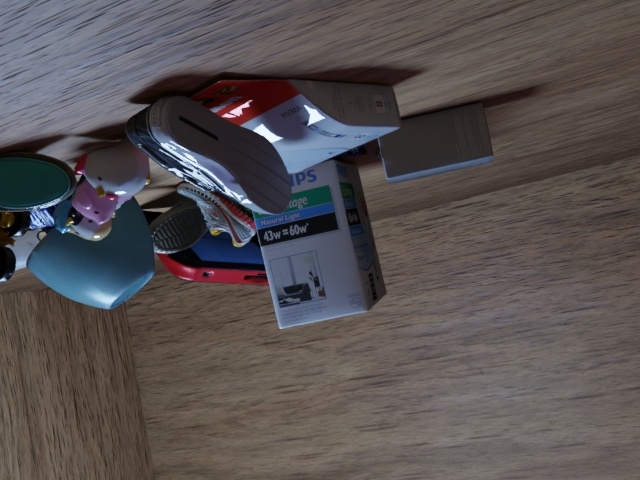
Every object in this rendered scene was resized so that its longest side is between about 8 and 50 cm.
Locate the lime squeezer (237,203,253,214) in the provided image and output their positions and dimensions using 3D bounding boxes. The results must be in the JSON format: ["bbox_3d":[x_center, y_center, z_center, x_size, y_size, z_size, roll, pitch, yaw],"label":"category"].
[{"bbox_3d":[-0.214,-0.109,2.454,0.310,0.059,0.110,-16,-155,40],"label":"lime squeezer"}]

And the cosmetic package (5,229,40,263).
[{"bbox_3d":[-0.980,0.058,2.303,0.377,0.097,0.284,-15,172,39],"label":"cosmetic package"}]

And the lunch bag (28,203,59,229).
[{"bbox_3d":[-0.590,-0.073,1.790,0.065,0.067,0.098,-11,151,0],"label":"lunch bag"}]

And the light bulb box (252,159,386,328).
[{"bbox_3d":[0.000,0.000,2.101,0.225,0.361,0.358,-13,-179,12],"label":"light bulb box"}]

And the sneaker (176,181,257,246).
[{"bbox_3d":[-0.257,-0.066,2.037,0.093,0.225,0.088,-57,168,4],"label":"sneaker"}]

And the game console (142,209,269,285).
[{"bbox_3d":[-0.279,0.011,2.286,0.386,0.060,0.342,6,-153,-36],"label":"game console"}]

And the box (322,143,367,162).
[{"bbox_3d":[0.026,-0.205,1.952,0.162,0.029,0.116,-10,176,4],"label":"box"}]

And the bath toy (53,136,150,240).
[{"bbox_3d":[-0.422,-0.091,1.610,0.129,0.151,0.348,-3,168,-27],"label":"bath toy"}]

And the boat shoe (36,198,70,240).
[{"bbox_3d":[-0.605,-0.047,1.984,0.109,0.089,0.258,-13,175,17],"label":"boat shoe"}]

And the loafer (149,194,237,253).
[{"bbox_3d":[-0.329,-0.054,2.132,0.268,0.102,0.092,-33,-158,-29],"label":"loafer"}]

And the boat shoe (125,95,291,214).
[{"bbox_3d":[-0.180,-0.143,1.425,0.119,0.121,0.335,-2,154,38],"label":"boat shoe"}]

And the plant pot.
[{"bbox_3d":[-0.498,0.042,1.963,0.290,0.195,0.290,-41,178,-2],"label":"plant pot"}]

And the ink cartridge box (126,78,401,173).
[{"bbox_3d":[-0.097,-0.192,1.498,0.385,0.091,0.308,-8,174,-42],"label":"ink cartridge box"}]

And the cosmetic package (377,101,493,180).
[{"bbox_3d":[0.246,-0.209,1.841,0.238,0.127,0.107,-10,176,10],"label":"cosmetic package"}]

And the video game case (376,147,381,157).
[{"bbox_3d":[0.187,-0.229,2.118,0.087,0.011,0.122,-11,175,-1],"label":"video game case"}]

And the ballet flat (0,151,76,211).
[{"bbox_3d":[-0.584,-0.103,1.509,0.316,0.107,0.106,-6,-165,0],"label":"ballet flat"}]

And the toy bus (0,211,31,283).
[{"bbox_3d":[-0.709,-0.023,1.693,0.211,0.220,0.149,22,-177,35],"label":"toy bus"}]
